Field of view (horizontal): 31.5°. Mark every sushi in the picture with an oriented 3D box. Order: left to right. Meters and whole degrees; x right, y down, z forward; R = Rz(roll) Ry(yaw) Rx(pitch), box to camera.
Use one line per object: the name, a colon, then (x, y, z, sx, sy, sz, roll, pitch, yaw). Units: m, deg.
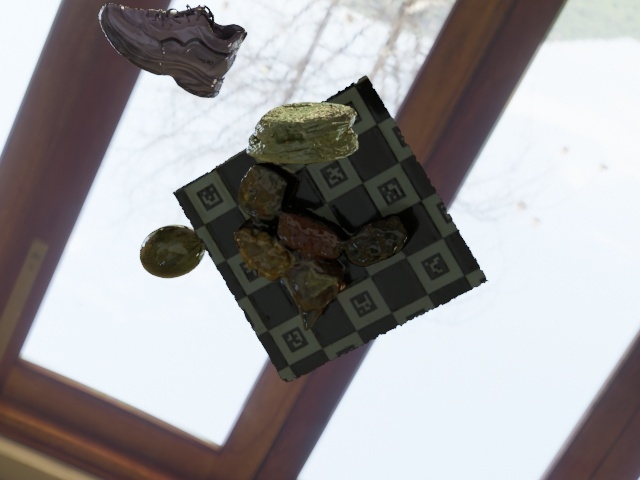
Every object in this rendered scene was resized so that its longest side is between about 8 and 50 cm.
sushi: (0.000, 0.000, 1.633, 0.343, 0.359, 0.064, 60, -161, -5)

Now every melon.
melon: (-0.264, 0.019, 2.030, 0.098, 0.130, 0.098, 40, -136, -52)

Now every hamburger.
hamburger: (-0.020, -0.134, 1.408, 0.140, 0.063, 0.133, 9, -158, 34)

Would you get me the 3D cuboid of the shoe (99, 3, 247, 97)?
shoe: (-0.239, -0.339, 1.869, 0.245, 0.138, 0.095, 27, -160, -31)
